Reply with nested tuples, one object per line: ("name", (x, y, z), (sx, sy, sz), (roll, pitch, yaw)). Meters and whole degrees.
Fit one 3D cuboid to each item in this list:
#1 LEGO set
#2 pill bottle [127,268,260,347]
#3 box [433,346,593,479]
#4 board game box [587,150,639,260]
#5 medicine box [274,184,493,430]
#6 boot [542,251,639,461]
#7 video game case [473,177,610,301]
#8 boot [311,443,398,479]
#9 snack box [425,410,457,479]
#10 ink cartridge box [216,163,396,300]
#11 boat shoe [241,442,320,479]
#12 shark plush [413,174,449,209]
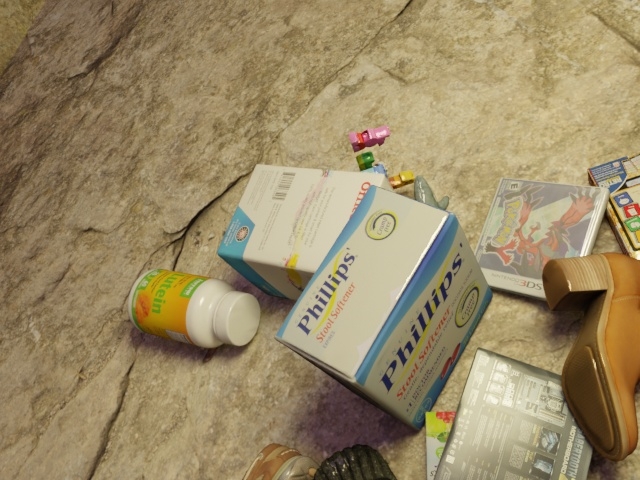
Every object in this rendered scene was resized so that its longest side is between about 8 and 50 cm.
("LEGO set", (0.122, -0.134, 1.088), (0.093, 0.227, 0.086), (-18, 75, 6))
("pill bottle", (-0.247, 0.137, 1.150), (0.246, 0.136, 0.136), (6, 66, 30))
("box", (0.272, 0.287, 0.806), (0.184, 0.059, 0.232), (17, 65, 19))
("board game box", (0.532, -0.055, 0.916), (0.147, 0.045, 0.193), (-19, 55, 17))
("medicine box", (0.113, 0.111, 0.881), (0.149, 0.289, 0.263), (24, 75, 36))
("boot", (0.440, 0.146, 0.789), (0.220, 0.109, 0.283), (1, 57, -9))
("video game case", (0.356, -0.005, 0.964), (0.184, 0.023, 0.201), (13, 75, 41))
("boot", (0.015, 0.459, 0.766), (0.348, 0.131, 0.260), (-35, 31, -19))
("snack box", (0.210, 0.328, 0.863), (0.100, 0.037, 0.141), (-9, 59, 23))
("ink cartridge box", (0.000, 0.000, 1.063), (0.270, 0.197, 0.198), (9, 67, 31))
("boat shoe", (-0.116, 0.472, 0.909), (0.116, 0.123, 0.324), (20, 72, 48))
("shark plush", (0.187, -0.038, 1.071), (0.073, 0.067, 0.161), (2, 63, 28))
